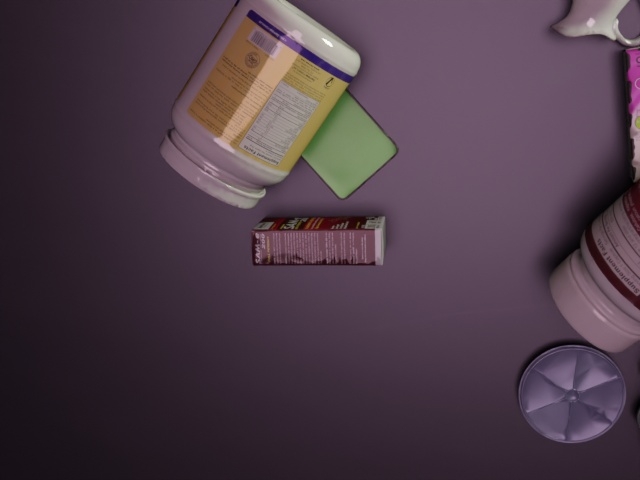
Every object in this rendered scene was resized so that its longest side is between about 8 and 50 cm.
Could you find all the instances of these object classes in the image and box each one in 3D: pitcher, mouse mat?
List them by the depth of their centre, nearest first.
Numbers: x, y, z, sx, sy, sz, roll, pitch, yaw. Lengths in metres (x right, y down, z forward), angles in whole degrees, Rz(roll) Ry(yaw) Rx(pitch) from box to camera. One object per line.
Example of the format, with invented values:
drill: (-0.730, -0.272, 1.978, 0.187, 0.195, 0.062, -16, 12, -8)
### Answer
pitcher: (0.505, -0.438, 1.384, 0.178, 0.125, 0.207, 8, 115, -15)
mouse mat: (0.034, -0.190, 1.550, 0.153, 0.007, 0.189, -41, 96, 14)

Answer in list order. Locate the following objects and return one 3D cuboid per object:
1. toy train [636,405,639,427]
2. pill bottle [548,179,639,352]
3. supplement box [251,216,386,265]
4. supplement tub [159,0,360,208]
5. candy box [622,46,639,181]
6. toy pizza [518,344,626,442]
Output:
toy train: (0.704, 0.263, 1.499, 0.190, 0.142, 0.333, 3, 103, -3)
pill bottle: (0.582, 0.004, 1.359, 0.224, 0.224, 0.392, 38, 126, -2)
supplement box: (0.000, 0.000, 1.533, 0.240, 0.130, 0.073, -1, 102, 7)
supplement tub: (-0.111, -0.246, 1.436, 0.241, 0.241, 0.331, 35, 105, -1)
candy box: (0.615, -0.225, 1.420, 0.159, 0.071, 0.233, -5, 102, 18)
toy pizza: (0.484, 0.294, 1.583, 0.201, 0.032, 0.201, 1, 102, 6)
